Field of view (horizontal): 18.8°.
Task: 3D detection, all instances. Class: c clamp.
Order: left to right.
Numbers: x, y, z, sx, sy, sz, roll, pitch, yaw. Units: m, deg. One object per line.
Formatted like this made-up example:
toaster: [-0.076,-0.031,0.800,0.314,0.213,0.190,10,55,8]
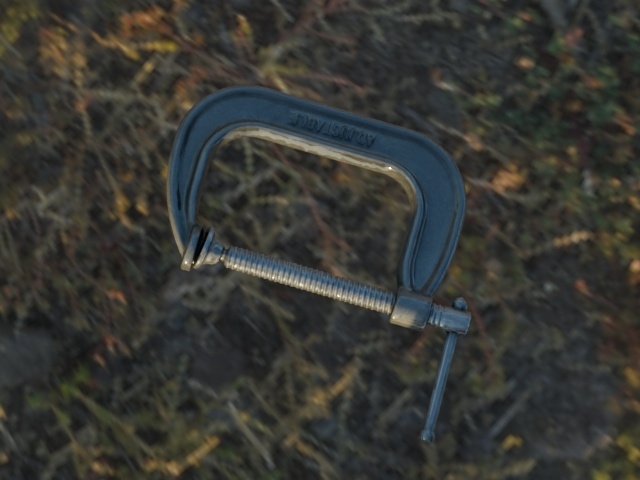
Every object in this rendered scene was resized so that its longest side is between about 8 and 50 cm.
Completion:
c clamp: [0.000,0.000,0.881,0.161,0.022,0.137,21,73,0]
